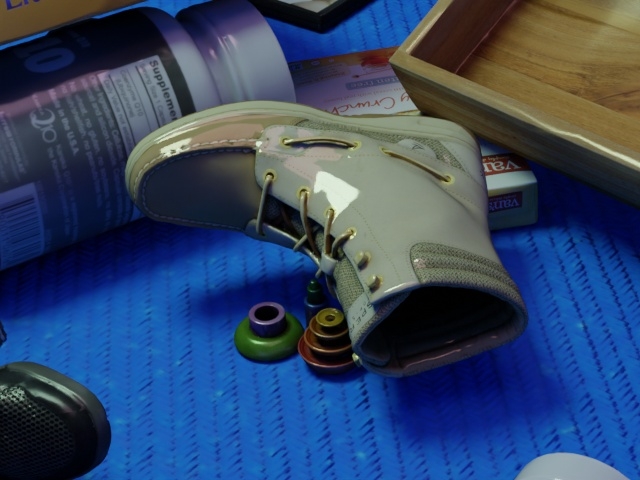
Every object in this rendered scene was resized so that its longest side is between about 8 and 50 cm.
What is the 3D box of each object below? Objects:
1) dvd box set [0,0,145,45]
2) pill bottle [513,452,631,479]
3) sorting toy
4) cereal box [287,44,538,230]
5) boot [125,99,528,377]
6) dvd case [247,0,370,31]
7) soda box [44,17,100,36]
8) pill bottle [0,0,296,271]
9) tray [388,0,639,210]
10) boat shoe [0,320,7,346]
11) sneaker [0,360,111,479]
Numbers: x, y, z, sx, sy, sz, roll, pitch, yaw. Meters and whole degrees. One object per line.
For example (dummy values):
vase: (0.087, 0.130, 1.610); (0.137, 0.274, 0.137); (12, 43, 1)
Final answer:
dvd box set: (-0.211, -0.207, 1.272); (0.420, 0.062, 0.308); (-23, 13, -28)
pill bottle: (0.093, 0.213, 0.802); (0.124, 0.124, 0.221); (17, 40, 27)
sorting toy: (-0.013, 0.057, 1.102); (0.102, 0.042, 0.061); (13, 39, 23)
cereal box: (0.064, -0.083, 1.283); (0.173, 0.047, 0.240); (-10, 36, -6)
boot: (0.000, 0.000, 1.069); (0.262, 0.095, 0.203); (1, 40, -10)
dvd case: (0.009, -0.295, 1.608); (0.180, 0.022, 0.253); (22, 43, 33)
soda box: (-0.232, -0.130, 1.377); (0.063, 0.058, 0.183); (6, 36, 16)
pill bottle: (-0.174, -0.089, 1.224); (0.283, 0.161, 0.161); (-22, 39, -22)
tray: (0.267, -0.120, 1.140); (0.411, 0.076, 0.203); (29, 75, 40)
boat shoe: (-0.329, 0.014, 1.144); (0.324, 0.116, 0.097); (20, 45, 39)
sneaker: (-0.249, 0.126, 0.976); (0.228, 0.087, 0.130); (7, 19, 21)
